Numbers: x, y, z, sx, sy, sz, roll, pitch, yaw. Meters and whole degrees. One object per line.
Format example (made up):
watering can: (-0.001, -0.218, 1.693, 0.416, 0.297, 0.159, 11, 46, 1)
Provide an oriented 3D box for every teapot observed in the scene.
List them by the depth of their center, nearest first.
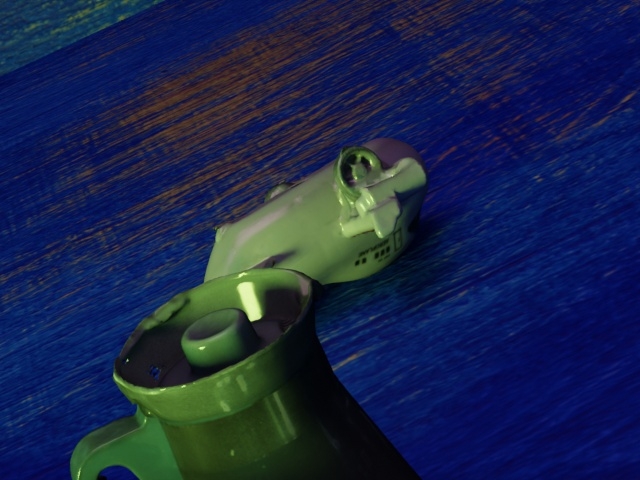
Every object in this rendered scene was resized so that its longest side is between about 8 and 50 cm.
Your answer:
teapot: (-0.039, 0.151, 1.172, 0.203, 0.225, 0.171, -28, 22, -10)

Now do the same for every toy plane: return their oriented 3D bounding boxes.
toy plane: (-0.002, -0.004, 1.621, 0.252, 0.118, 0.252, -33, 6, 4)

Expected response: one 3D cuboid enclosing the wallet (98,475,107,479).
wallet: (-0.350, 0.265, 1.458, 0.379, 0.046, 0.191, -14, 23, 25)
